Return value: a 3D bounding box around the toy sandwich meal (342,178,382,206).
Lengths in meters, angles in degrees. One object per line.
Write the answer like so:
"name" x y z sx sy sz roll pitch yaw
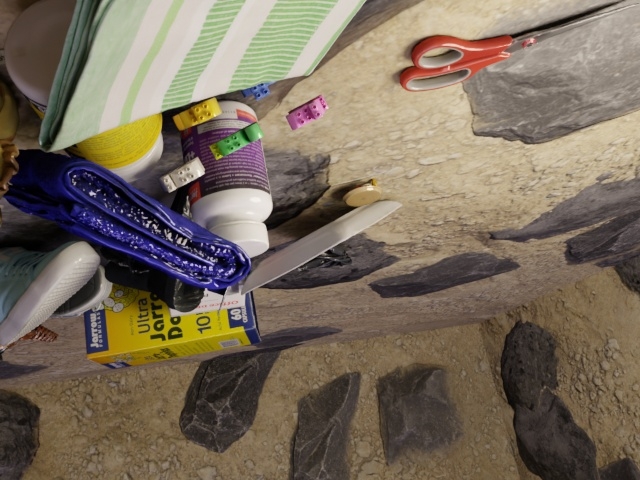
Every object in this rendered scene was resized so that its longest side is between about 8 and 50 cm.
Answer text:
"toy sandwich meal" 0.079 -0.091 1.194 0.085 0.029 0.085 -11 159 -4

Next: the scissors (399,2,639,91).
"scissors" 0.250 -0.252 0.822 0.297 0.021 0.109 -12 160 -1

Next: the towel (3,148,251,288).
"towel" -0.246 -0.023 0.739 0.227 0.076 0.308 34 169 -36

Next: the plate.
"plate" 0.000 0.000 1.252 0.278 0.045 0.277 -28 180 32

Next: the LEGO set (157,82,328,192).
"LEGO set" -0.103 -0.139 0.729 0.227 0.087 0.093 -28 -165 -3

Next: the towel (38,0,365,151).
"towel" -0.072 -0.188 0.555 0.324 0.038 0.248 -31 175 -39

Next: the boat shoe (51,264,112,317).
"boat shoe" -0.526 0.104 1.289 0.320 0.118 0.103 -19 168 34

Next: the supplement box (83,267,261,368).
"supplement box" -0.327 0.154 1.419 0.356 0.194 0.195 -10 162 -5

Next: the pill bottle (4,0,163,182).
"pill bottle" -0.235 -0.146 0.668 0.119 0.119 0.208 -10 162 -6

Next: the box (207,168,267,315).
"box" -0.142 0.001 1.029 0.036 0.225 0.136 18 156 -8

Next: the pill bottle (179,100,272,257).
"pill bottle" -0.123 -0.076 0.833 0.108 0.194 0.108 -10 162 -3

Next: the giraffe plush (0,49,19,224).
"giraffe plush" -0.377 -0.097 0.646 0.210 0.171 0.181 -17 162 16

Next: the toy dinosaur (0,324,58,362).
"toy dinosaur" -0.775 0.229 1.476 0.218 0.164 0.322 -38 131 23

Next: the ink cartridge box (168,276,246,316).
"ink cartridge box" -0.227 0.048 1.225 0.158 0.092 0.218 -7 145 -13

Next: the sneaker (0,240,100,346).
"sneaker" -0.524 0.068 1.104 0.366 0.150 0.135 -33 -174 37

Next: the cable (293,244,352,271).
"cable" -0.006 0.050 1.545 0.150 0.047 0.184 -19 161 24

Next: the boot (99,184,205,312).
"boot" -0.267 -0.022 1.038 0.207 0.247 0.094 19 -171 33
